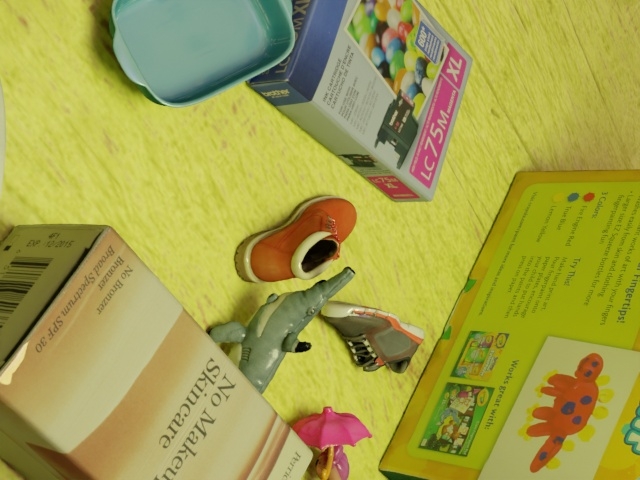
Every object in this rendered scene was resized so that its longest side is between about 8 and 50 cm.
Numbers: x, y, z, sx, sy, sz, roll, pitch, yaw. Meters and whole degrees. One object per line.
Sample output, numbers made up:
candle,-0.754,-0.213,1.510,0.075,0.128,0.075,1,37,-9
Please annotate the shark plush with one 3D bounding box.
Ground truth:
shark plush,-0.026,0.087,0.973,0.161,0.067,0.073,-35,133,2

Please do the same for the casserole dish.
casserole dish,-0.105,-0.183,0.918,0.188,0.037,0.114,-33,99,-35

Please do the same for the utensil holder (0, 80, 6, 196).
utensil holder,-0.388,-0.034,0.433,0.385,0.328,0.327,26,72,-42

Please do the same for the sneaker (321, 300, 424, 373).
sneaker,0.055,0.107,1.115,0.158,0.061,0.064,25,79,-45

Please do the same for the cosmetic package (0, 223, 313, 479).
cosmetic package,-0.153,0.138,0.832,0.296,0.129,0.153,53,54,-35

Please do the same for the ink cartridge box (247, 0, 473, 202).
ink cartridge box,0.037,-0.187,1.083,0.311,0.065,0.185,33,67,-41

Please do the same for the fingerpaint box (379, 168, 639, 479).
fingerpaint box,0.334,0.134,1.190,0.163,0.371,0.444,51,56,-36

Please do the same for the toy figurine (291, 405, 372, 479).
toy figurine,0.007,0.249,1.042,0.173,0.130,0.159,67,34,-55

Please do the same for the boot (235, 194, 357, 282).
boot,0.000,0.000,1.030,0.158,0.085,0.059,-34,114,-43
